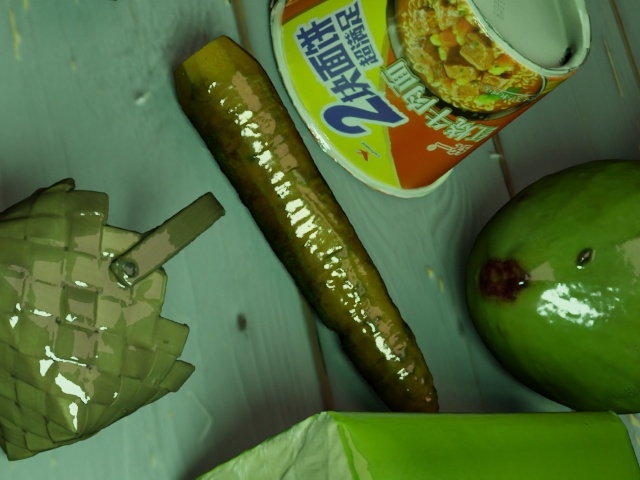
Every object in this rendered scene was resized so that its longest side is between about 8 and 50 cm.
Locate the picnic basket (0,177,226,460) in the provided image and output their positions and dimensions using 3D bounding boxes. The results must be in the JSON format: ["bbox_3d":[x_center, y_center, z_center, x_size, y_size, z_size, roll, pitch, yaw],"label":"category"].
[{"bbox_3d":[-0.124,0.030,0.866,0.178,0.128,0.138,-35,94,-41],"label":"picnic basket"}]

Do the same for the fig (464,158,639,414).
[{"bbox_3d":[0.210,0.034,1.158,0.225,0.203,0.203,6,61,-52],"label":"fig"}]

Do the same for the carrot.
[{"bbox_3d":[0.000,0.000,1.066,0.314,0.066,0.066,57,39,-1],"label":"carrot"}]

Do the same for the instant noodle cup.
[{"bbox_3d":[0.094,-0.162,1.184,0.213,0.174,0.213,25,50,-34],"label":"instant noodle cup"}]

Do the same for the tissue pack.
[{"bbox_3d":[0.080,0.217,0.927,0.274,0.167,0.200,6,62,-43],"label":"tissue pack"}]
